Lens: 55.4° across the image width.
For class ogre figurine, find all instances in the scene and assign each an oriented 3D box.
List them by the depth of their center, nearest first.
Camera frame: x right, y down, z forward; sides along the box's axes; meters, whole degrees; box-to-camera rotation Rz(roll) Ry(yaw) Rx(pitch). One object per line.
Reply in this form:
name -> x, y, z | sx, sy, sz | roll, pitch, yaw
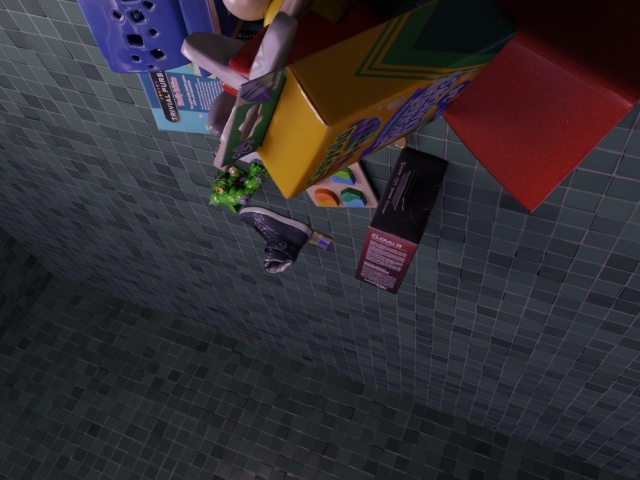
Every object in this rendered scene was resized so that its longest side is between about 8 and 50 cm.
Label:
ogre figurine -> -0.219, -0.142, 1.603 | 0.197, 0.118, 0.096 | 12, 151, 22

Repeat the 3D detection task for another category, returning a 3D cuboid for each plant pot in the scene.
plant pot -> 0.303, -0.250, 0.831 | 0.236, 0.267, 0.267 | 36, 155, 8
plant pot -> -0.242, -0.421, 0.993 | 0.212, 0.235, 0.236 | 13, 153, 9

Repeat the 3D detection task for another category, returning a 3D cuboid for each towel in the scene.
towel -> 0.000, 0.000, 1.801 | 0.060, 0.009, 0.083 | 26, 154, -5

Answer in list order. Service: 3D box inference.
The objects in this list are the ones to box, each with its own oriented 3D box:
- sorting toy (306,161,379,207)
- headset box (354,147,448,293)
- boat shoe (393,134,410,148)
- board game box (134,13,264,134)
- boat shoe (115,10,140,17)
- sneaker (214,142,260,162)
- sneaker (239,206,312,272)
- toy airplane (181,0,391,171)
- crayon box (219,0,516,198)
sorting toy -> 0.030, -0.136, 1.491 | 0.208, 0.038, 0.193 | 7, 149, 31
headset box -> 0.176, -0.044, 1.337 | 0.110, 0.218, 0.293 | 21, 154, 7
boat shoe -> 0.145, -0.228, 1.217 | 0.050, 0.045, 0.135 | 9, 150, 29
board game box -> -0.182, -0.314, 1.215 | 0.336, 0.079, 0.253 | 7, 151, 5
boat shoe -> -0.403, -0.469, 1.138 | 0.116, 0.097, 0.324 | 44, 163, 30
sneaker -> -0.201, -0.219, 1.520 | 0.152, 0.053, 0.061 | 5, 150, 34
sneaker -> -0.160, -0.001, 1.766 | 0.226, 0.163, 0.086 | 18, 155, 16
toy airplane -> -0.056, -0.292, 0.859 | 0.272, 0.386, 0.384 | 45, 176, 13
crayon box -> 0.049, -0.162, 0.723 | 0.083, 0.323, 0.203 | 58, 159, 7
